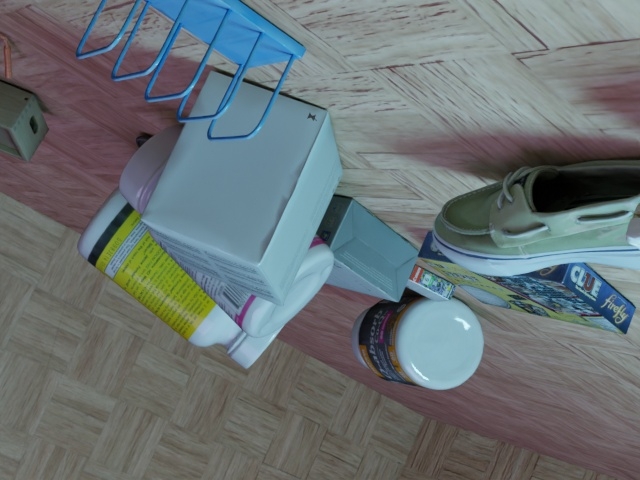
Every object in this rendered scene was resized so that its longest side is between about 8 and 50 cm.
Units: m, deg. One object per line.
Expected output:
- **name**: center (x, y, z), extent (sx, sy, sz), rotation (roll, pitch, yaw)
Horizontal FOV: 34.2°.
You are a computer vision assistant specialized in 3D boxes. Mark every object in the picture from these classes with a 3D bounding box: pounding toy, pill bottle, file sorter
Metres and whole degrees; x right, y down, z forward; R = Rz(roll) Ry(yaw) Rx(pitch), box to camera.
- **pounding toy**: center (-0.521, -0.209, 1.713), extent (0.130, 0.100, 0.141), rotation (22, 157, 9)
- **pill bottle**: center (0.161, 0.178, 1.852), extent (0.162, 0.162, 0.278), rotation (27, 168, -15)
- **file sorter**: center (-0.127, -0.179, 0.989), extent (0.170, 0.104, 0.118), rotation (31, 167, -30)
- **pill bottle**: center (-0.131, -0.018, 1.409), extent (0.283, 0.160, 0.160), rotation (44, 174, 16)
- **pill bottle**: center (-0.204, 0.048, 1.664), extent (0.334, 0.188, 0.188), rotation (39, 168, -1)

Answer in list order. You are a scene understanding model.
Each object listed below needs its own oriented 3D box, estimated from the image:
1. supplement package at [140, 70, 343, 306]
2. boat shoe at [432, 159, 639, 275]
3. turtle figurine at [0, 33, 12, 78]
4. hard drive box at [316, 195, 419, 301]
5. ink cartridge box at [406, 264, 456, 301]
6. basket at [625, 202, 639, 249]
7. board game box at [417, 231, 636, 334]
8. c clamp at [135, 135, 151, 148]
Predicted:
- **supplement package**: center (-0.083, -0.055, 1.222), extent (0.149, 0.194, 0.203), rotation (21, 167, 11)
- **boat shoe**: center (0.221, -0.033, 1.000), extent (0.302, 0.109, 0.094), rotation (-3, 137, 47)
- **turtle figurine**: center (-0.521, -0.284, 1.346), extent (0.217, 0.087, 0.269), rotation (22, 168, 11)
- **hard drive box**: center (0.000, 0.000, 1.562), extent (0.232, 0.089, 0.181), rotation (12, 163, 43)
- **ink cartridge box**: center (0.155, 0.062, 1.676), extent (0.115, 0.029, 0.063), rotation (28, 168, -11)
- **basket**: center (0.330, -0.024, 0.764), extent (0.113, 0.103, 0.167), rotation (29, 168, -21)
- **board game box**: center (0.269, 0.054, 1.377), extent (0.243, 0.042, 0.165), rotation (11, 163, 49)
- **c clamp**: center (-0.220, -0.118, 1.644), extent (0.161, 0.022, 0.137), rotation (26, 168, -9)
